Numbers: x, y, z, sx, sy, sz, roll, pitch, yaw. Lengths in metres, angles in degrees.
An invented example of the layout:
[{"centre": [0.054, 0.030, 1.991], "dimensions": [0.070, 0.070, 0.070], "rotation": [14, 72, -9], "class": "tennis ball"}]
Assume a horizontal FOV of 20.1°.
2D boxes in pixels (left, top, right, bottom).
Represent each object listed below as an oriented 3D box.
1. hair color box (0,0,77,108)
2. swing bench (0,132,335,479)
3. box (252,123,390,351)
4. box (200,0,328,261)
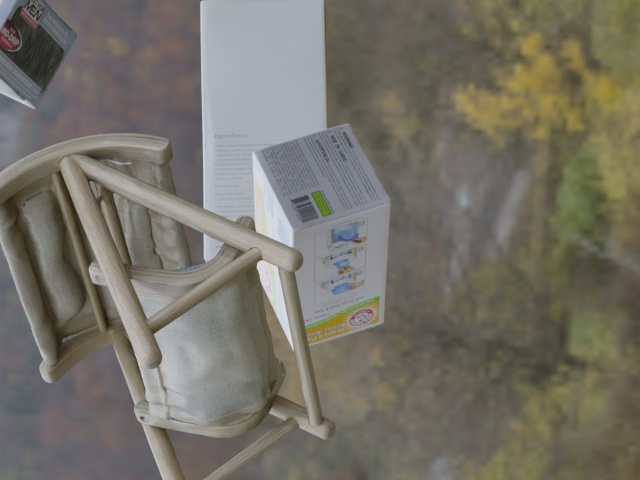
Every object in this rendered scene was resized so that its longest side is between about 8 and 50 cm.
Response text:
[{"centre": [-0.495, -0.302, 2.149], "dimensions": [0.113, 0.374, 0.185], "rotation": [-63, -16, -7], "class": "hair color box"}, {"centre": [-0.138, 0.064, 1.541], "dimensions": [0.254, 0.165, 0.253], "rotation": [41, 155, 34], "class": "swing bench"}, {"centre": [0.000, 0.000, 1.801], "dimensions": [0.203, 0.103, 0.114], "rotation": [90, 158, -52], "class": "box"}, {"centre": [-0.074, -0.137, 2.444], "dimensions": [0.215, 0.168, 0.345], "rotation": [108, 161, -85], "class": "box"}]
